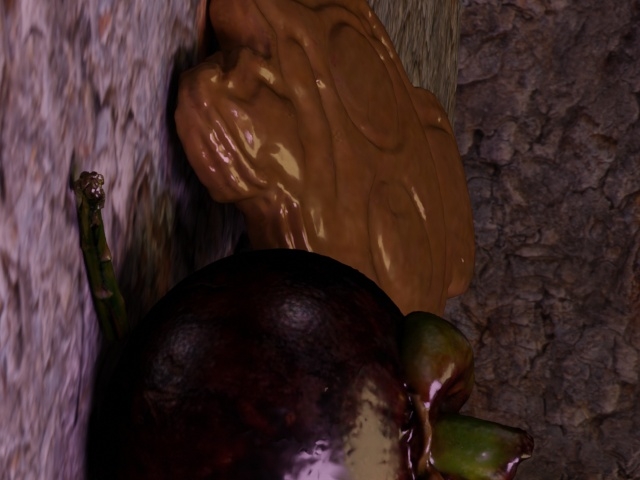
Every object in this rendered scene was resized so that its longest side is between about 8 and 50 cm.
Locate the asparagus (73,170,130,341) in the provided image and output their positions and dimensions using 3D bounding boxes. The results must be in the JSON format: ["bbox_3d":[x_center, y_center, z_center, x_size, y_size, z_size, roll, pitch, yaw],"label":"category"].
[{"bbox_3d":[-0.109,0.009,0.923,0.127,0.018,0.015,87,-22,-52],"label":"asparagus"}]

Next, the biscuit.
[{"bbox_3d":[0.017,-0.057,1.207,0.376,0.051,0.269,11,65,-62],"label":"biscuit"}]

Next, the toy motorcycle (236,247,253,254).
[{"bbox_3d":[0.000,0.000,1.381,0.169,0.113,0.315,-90,173,-59],"label":"toy motorcycle"}]

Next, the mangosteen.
[{"bbox_3d":[-0.012,0.120,1.005,0.216,0.216,0.216,7,90,-82],"label":"mangosteen"}]
